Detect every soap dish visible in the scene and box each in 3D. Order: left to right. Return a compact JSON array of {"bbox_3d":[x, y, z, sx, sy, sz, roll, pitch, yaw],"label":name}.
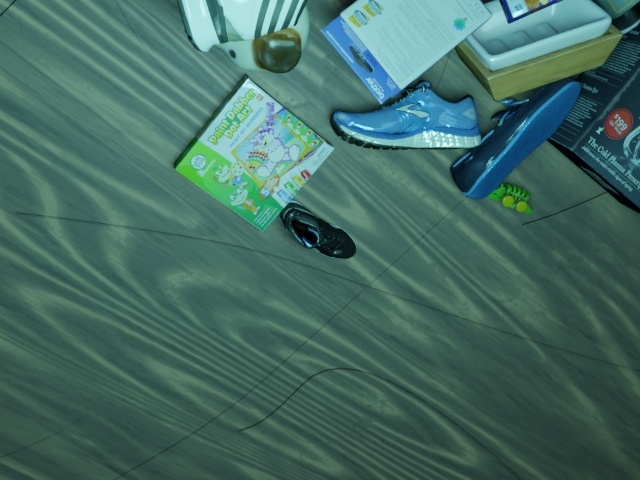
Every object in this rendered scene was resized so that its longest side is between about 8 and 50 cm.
[{"bbox_3d":[0.432,-0.414,1.573,0.291,0.229,0.118,-19,134,-4],"label":"soap dish"}]

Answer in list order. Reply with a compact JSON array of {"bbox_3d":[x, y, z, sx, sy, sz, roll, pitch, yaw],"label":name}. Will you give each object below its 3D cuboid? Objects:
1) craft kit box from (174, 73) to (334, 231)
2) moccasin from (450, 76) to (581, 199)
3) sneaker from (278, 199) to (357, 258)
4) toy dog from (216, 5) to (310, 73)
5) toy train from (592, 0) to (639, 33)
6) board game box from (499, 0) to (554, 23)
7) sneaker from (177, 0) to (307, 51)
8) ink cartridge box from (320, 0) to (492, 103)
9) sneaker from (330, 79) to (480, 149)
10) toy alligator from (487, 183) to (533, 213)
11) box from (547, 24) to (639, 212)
[{"bbox_3d":[-0.141,-0.183,1.631,0.247,0.061,0.250,36,101,-21],"label":"craft kit box"},{"bbox_3d":[0.416,-0.247,1.680,0.342,0.117,0.138,-44,146,13],"label":"moccasin"},{"bbox_3d":[0.000,0.000,1.704,0.217,0.121,0.079,32,104,-23],"label":"sneaker"},{"bbox_3d":[-0.097,-0.519,1.401,0.395,0.284,0.408,3,115,-33],"label":"toy dog"},{"bbox_3d":[0.607,-0.592,1.580,0.190,0.142,0.334,-37,115,15],"label":"toy train"},{"bbox_3d":[0.414,-0.630,1.456,0.233,0.078,0.347,-22,94,9],"label":"board game box"},{"bbox_3d":[-0.123,-0.525,1.148,0.258,0.169,0.447,-11,126,2],"label":"sneaker"},{"bbox_3d":[0.162,-0.412,1.461,0.311,0.065,0.186,-41,94,-18],"label":"ink cartridge box"},{"bbox_3d":[0.183,-0.270,1.642,0.330,0.130,0.147,-1,94,-10],"label":"sneaker"},{"bbox_3d":[0.432,-0.114,1.788,0.190,0.056,0.051,19,108,-20],"label":"toy alligator"},{"bbox_3d":[0.735,-0.262,1.725,0.343,0.179,0.312,32,102,-24],"label":"box"}]
